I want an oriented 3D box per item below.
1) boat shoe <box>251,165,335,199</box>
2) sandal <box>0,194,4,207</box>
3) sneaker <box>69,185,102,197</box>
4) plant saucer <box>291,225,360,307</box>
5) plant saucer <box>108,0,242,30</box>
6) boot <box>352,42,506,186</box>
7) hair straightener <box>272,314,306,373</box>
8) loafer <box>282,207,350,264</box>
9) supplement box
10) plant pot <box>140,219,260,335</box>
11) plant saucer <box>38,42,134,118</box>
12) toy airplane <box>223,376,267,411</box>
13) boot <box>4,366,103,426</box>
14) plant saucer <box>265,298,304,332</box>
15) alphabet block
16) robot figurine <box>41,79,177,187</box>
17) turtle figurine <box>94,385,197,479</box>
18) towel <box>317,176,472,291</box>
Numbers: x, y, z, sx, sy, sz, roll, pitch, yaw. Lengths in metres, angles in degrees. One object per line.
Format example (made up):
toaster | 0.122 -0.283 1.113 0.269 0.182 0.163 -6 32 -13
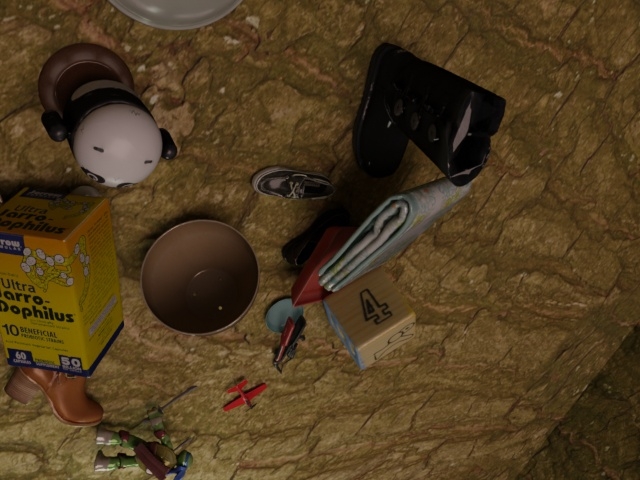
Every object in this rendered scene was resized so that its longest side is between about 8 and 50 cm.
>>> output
boat shoe | -0.067 -0.144 1.773 0.220 0.070 0.077 -3 119 -27
sandal | -0.709 -0.027 1.493 0.079 0.088 0.239 -22 131 -21
sneaker | -0.528 -0.013 1.593 0.090 0.095 0.234 -11 121 -20
plant saucer | 0.032 0.056 1.894 0.258 0.048 0.259 -59 157 16
plant saucer | -0.278 -0.613 1.365 0.401 0.100 0.400 -13 123 -21
boot | 0.242 -0.241 1.639 0.146 0.445 0.366 -11 122 -22
hair straightener | -0.080 0.311 2.034 0.089 0.047 0.230 -5 129 -31
loafer | 0.000 0.000 1.889 0.220 0.078 0.080 -40 129 -1
supplement box | -0.570 0.091 1.488 0.194 0.195 0.356 7 121 7
plant pot | -0.286 0.111 1.715 0.284 0.284 0.191 -30 165 -9
plant saucer | -0.495 -0.318 1.467 0.199 0.036 0.198 -14 124 -21
toy airplane | -0.232 0.465 2.075 0.151 0.028 0.151 -13 124 -20
boot | -0.626 0.343 1.762 0.283 0.109 0.220 38 92 -31
plant saucer | -0.107 0.214 1.997 0.120 0.021 0.119 -13 123 -21
alphabet block | 0.145 0.225 1.995 0.197 0.193 0.192 -30 154 -9
robot figurine | -0.417 -0.214 1.368 0.209 0.278 0.173 -29 128 -10
turtle figurine | -0.493 0.572 1.957 0.267 0.274 0.197 6 140 -9
towel | 0.183 -0.028 1.754 0.374 0.090 0.321 -44 169 38
